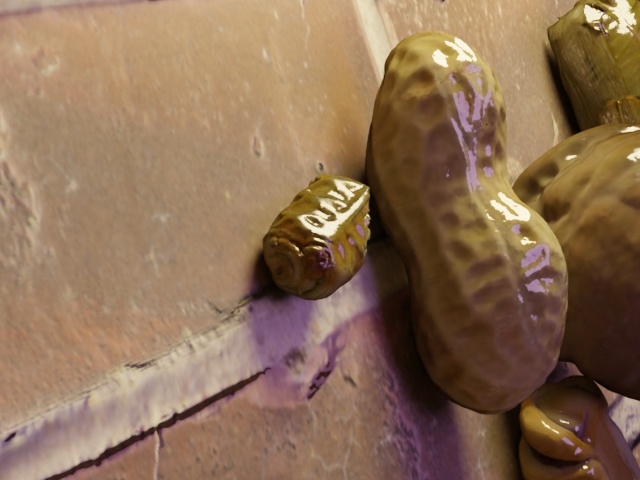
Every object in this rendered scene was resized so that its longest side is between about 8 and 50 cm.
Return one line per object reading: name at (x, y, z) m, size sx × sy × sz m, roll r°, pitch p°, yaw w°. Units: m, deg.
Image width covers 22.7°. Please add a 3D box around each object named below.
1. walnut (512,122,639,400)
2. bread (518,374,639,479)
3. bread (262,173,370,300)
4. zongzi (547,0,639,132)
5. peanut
walnut at (0.277, 0.014, 1.384) m, size 0.248 × 0.248 × 0.248 m, roll 36°, pitch 46°, yaw -49°
bread at (0.231, 0.221, 1.371) m, size 0.225 × 0.081 × 0.134 m, roll 62°, pitch 25°, yaw -17°
bread at (0.000, 0.000, 1.098) m, size 0.066 × 0.060 × 0.110 m, roll 52°, pitch 32°, yaw -8°
zongzi at (0.306, -0.082, 1.655) m, size 0.274 × 0.145 × 0.300 m, roll 40°, pitch 76°, yaw -12°
peanut at (0.112, -0.015, 1.223) m, size 0.120 × 0.136 × 0.298 m, roll -14°, pitch 87°, yaw -61°
